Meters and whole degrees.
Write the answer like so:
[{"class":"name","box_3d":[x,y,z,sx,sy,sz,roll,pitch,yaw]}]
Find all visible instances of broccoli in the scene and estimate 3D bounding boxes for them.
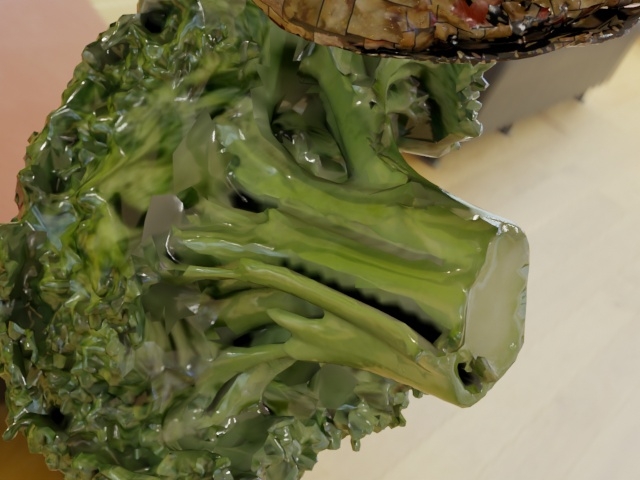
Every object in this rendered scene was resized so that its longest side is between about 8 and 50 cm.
[{"class":"broccoli","box_3d":[-0.005,0.003,0.819,0.302,0.375,0.249,28,-15,22]}]

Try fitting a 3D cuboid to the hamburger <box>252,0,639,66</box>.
[{"class":"hamburger","box_3d":[0.055,-0.165,0.534,0.231,0.107,0.231,4,46,-4]}]
